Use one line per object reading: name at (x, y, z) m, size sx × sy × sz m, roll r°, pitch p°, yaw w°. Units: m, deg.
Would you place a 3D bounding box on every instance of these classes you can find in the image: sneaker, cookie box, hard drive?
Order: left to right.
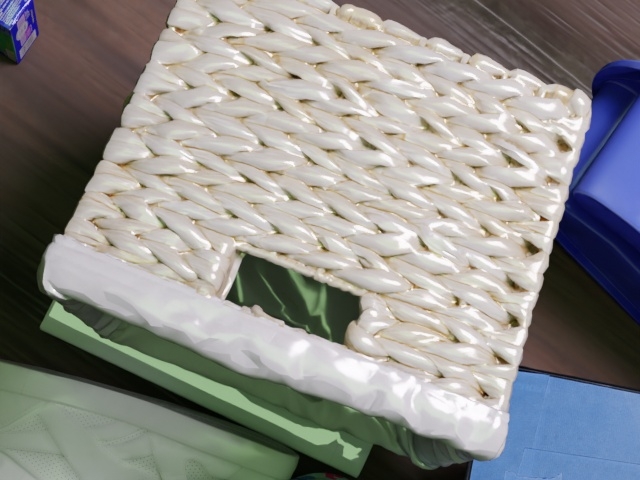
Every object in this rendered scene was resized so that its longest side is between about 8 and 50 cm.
cookie box at (-0.317, -0.219, 1.077) m, size 0.107 × 0.092 × 0.040 m, roll 31°, pitch 75°, yaw -2°
sneaker at (-0.175, 0.217, 1.023) m, size 0.293 × 0.108 × 0.169 m, roll 13°, pitch 82°, yaw 9°
hard drive at (-0.068, 0.058, 1.097) m, size 0.319 × 0.040 × 0.210 m, roll 26°, pitch 79°, yaw -4°

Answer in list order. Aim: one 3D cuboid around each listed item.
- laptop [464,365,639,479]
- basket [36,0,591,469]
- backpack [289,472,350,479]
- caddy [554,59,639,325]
laptop at (0.304, 0.344, 0.944) m, size 0.382 × 0.408 × 0.236 m, roll 13°, pitch 120°, yaw -30°
basket at (0.000, 0.000, 0.920) m, size 0.328 × 0.331 × 0.266 m, roll 21°, pitch 78°, yaw 1°
backpack at (-0.017, 0.327, 0.996) m, size 0.253 × 0.191 × 0.225 m, roll -29°, pitch 98°, yaw -20°
caddy at (0.356, -0.016, 1.063) m, size 0.341 × 0.241 × 0.179 m, roll 44°, pitch 83°, yaw -11°
